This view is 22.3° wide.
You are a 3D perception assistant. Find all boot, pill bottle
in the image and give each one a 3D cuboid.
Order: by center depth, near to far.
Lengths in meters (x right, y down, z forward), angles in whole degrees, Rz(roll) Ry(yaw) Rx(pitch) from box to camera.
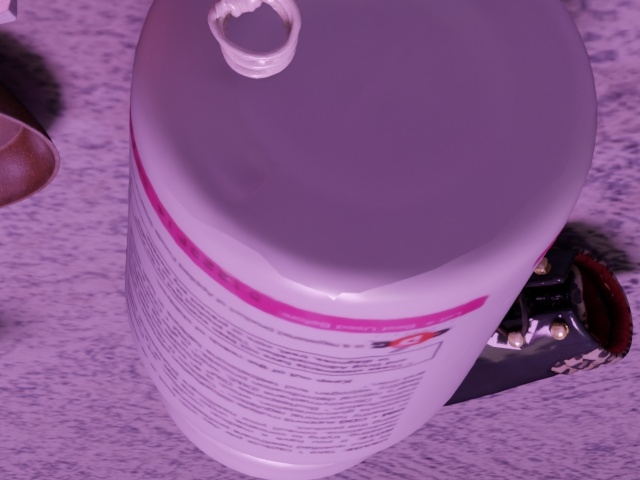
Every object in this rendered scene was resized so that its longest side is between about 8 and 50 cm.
[{"bbox_3d":[0.000,0.000,0.667,0.160,0.160,0.283,1,157,-7],"label":"pill bottle"},{"bbox_3d":[0.049,0.042,0.875,0.179,0.085,0.236,-17,160,28],"label":"boot"}]

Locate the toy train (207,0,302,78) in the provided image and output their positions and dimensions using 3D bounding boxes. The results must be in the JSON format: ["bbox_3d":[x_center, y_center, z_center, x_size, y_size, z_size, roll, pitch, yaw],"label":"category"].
[{"bbox_3d":[-0.091,-0.090,0.527,0.166,0.125,0.046,-9,-167,5],"label":"toy train"}]

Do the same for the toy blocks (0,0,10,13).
[{"bbox_3d":[-0.267,-0.052,0.387,0.309,0.260,0.288,-18,153,32],"label":"toy blocks"}]

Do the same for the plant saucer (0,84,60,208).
[{"bbox_3d":[-0.197,-0.044,0.698,0.168,0.029,0.168,-4,164,-1],"label":"plant saucer"}]

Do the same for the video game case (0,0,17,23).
[{"bbox_3d":[-0.188,-0.096,0.612,0.122,0.011,0.087,-9,157,15],"label":"video game case"}]
